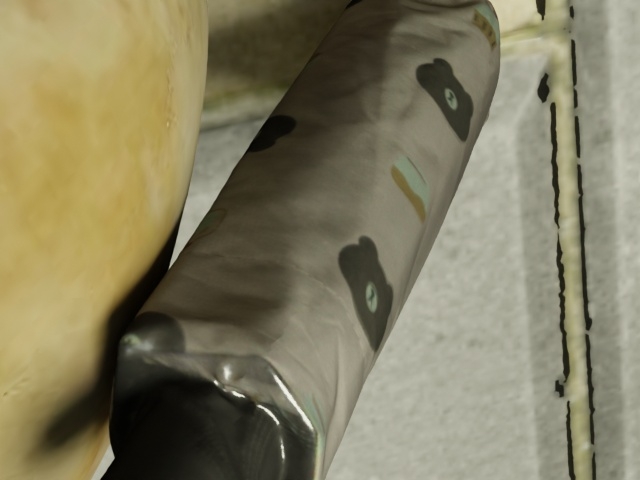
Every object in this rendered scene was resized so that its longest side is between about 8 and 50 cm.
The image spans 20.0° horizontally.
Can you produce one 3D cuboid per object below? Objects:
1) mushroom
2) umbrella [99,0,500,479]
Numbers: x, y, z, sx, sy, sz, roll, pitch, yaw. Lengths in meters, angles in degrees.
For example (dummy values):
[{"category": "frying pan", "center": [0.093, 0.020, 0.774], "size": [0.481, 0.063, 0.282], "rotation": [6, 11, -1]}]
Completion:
[{"category": "mushroom", "center": [-0.186, -0.029, 0.546], "size": [0.290, 0.292, 0.292], "rotation": [16, 116, -5]}, {"category": "umbrella", "center": [0.000, 0.000, 0.573], "size": [0.067, 0.337, 0.073], "rotation": [3, 118, 16]}]
